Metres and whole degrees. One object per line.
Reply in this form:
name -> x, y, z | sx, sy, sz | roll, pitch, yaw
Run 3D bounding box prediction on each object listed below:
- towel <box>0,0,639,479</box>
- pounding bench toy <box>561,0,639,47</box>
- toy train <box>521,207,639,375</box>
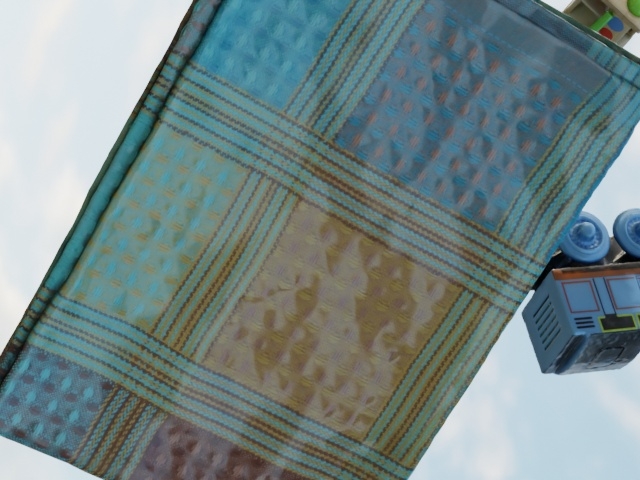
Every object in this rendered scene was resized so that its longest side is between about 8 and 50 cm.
towel -> 0.000, 0.000, 1.136 | 0.370, 0.271, 0.040 | -59, -157, 9
pounding bench toy -> 0.209, -0.164, 1.443 | 0.052, 0.083, 0.065 | 43, -31, 0
toy train -> 0.225, 0.035, 1.400 | 0.080, 0.184, 0.105 | 121, -40, -56
